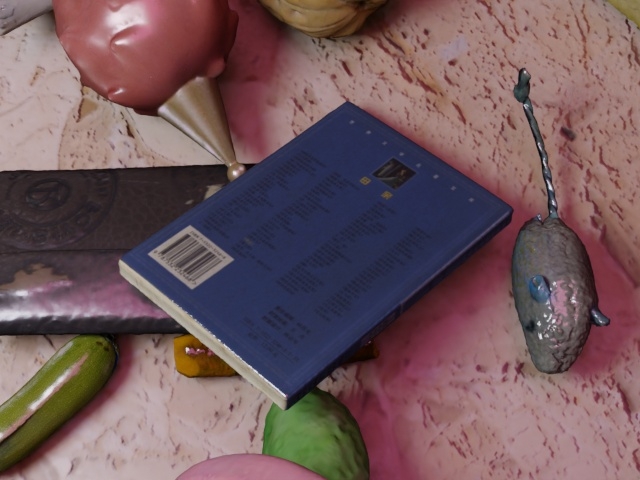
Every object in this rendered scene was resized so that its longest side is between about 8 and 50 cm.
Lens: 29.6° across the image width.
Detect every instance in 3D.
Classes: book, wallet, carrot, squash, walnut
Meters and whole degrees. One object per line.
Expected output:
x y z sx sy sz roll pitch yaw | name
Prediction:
0.000 0.000 0.978 0.191 0.025 0.269 36 56 26 | book
-0.133 0.002 1.025 0.321 0.044 0.171 -2 54 2 | wallet
-0.036 0.089 1.003 0.170 0.042 0.042 -5 69 1 | carrot
-0.237 0.141 0.990 0.183 0.052 0.052 -40 73 -13 | squash
-0.004 -0.276 1.082 0.155 0.155 0.184 -31 69 -8 | walnut

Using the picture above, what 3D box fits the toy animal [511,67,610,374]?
0.190 -0.012 1.009 0.070 0.079 0.253 5 70 -18 | toy animal

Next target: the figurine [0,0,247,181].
-0.173 -0.214 1.065 0.387 0.166 0.207 45 97 8 | figurine

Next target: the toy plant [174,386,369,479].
0.002 0.247 0.802 0.317 0.356 0.211 24 111 29 | toy plant

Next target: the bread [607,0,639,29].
0.421 -0.294 1.069 0.333 0.143 0.323 -42 72 -11 | bread
